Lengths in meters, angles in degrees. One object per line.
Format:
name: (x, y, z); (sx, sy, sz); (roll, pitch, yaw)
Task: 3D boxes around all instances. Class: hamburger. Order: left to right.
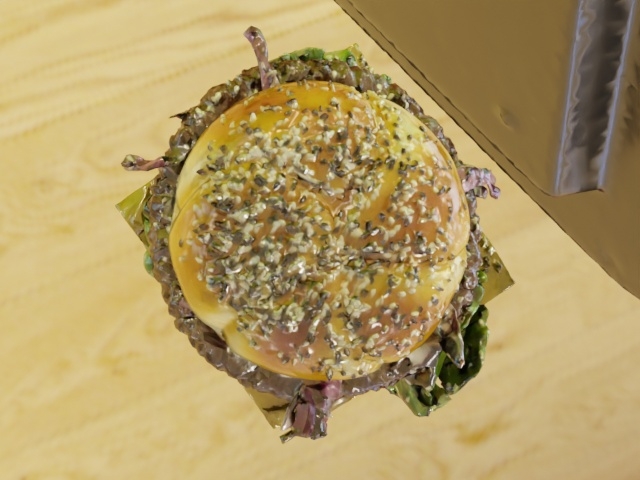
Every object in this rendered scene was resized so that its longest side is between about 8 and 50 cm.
hamburger: (0.004, 0.001, 0.861); (0.189, 0.093, 0.164); (44, 86, -8)

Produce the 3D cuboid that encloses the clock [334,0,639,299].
clock: (0.024, -0.134, 0.509); (0.049, 0.279, 0.273); (-33, 151, -18)
